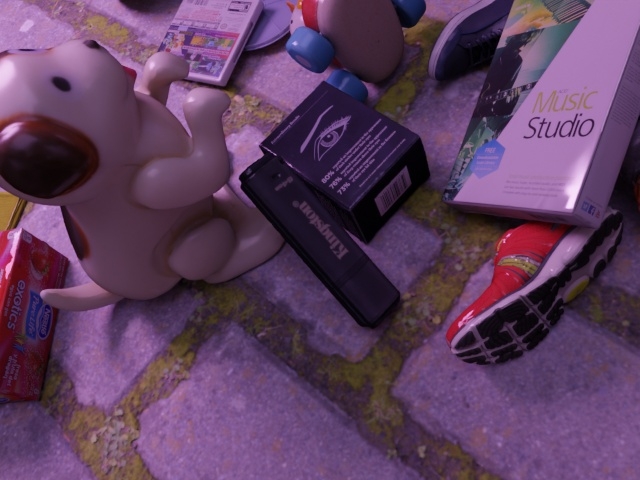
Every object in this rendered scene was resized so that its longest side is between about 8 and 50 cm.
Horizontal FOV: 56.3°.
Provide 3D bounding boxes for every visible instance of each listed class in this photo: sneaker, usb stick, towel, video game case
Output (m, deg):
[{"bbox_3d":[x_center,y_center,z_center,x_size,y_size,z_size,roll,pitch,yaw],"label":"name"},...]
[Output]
[{"bbox_3d":[0.293,-0.310,0.940,0.226,0.086,0.163,-42,56,-7],"label":"sneaker"},{"bbox_3d":[0.000,0.000,0.821,0.077,0.045,0.278,-41,90,-21],"label":"usb stick"},{"bbox_3d":[-0.636,0.010,1.121,0.102,0.021,0.237,4,64,19],"label":"towel"},{"bbox_3d":[-0.226,-0.398,1.174,0.201,0.023,0.184,18,80,31],"label":"video game case"},{"bbox_3d":[0.261,0.047,0.773,0.279,0.107,0.118,-40,40,-8],"label":"sneaker"}]

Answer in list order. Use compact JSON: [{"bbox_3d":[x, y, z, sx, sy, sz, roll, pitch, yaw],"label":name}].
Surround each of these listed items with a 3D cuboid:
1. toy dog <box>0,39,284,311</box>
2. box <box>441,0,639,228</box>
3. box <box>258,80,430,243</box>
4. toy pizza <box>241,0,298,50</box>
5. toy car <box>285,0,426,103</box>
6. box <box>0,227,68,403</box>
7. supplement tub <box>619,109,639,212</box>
[{"bbox_3d":[-0.299,-0.103,0.840,0.395,0.408,0.285,-32,57,0],"label":"toy dog"},{"bbox_3d":[0.299,-0.183,0.774,0.232,0.058,0.322,14,81,61],"label":"box"},{"bbox_3d":[0.036,-0.123,0.914,0.153,0.108,0.207,-46,58,-8],"label":"box"},{"bbox_3d":[-0.114,-0.451,1.181,0.201,0.032,0.201,-9,64,19],"label":"toy pizza"},{"bbox_3d":[0.009,-0.374,1.016,0.238,0.210,0.219,30,85,42],"label":"toy car"},{"bbox_3d":[-0.516,0.123,0.960,0.128,0.123,0.257,-9,61,13],"label":"box"},{"bbox_3d":[0.466,-0.187,0.755,0.193,0.193,0.316,-2,64,18],"label":"supplement tub"}]
